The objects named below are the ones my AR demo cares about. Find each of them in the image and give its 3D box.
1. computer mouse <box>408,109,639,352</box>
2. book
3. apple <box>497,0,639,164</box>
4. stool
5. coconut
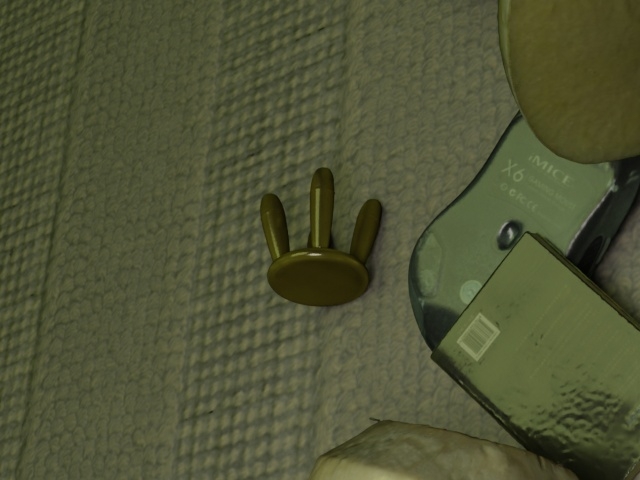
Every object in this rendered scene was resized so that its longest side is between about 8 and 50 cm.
[{"bbox_3d":[0.229,-0.037,1.904,0.167,0.090,0.379,40,100,29],"label":"computer mouse"},{"bbox_3d":[0.226,0.121,1.809,0.228,0.024,0.160,44,102,26],"label":"book"},{"bbox_3d":[0.323,-0.253,1.681,0.311,0.360,0.320,13,47,25],"label":"apple"},{"bbox_3d":[0.000,0.000,2.126,0.135,0.134,0.110,93,178,-57],"label":"stool"},{"bbox_3d":[0.097,0.319,1.700,0.323,0.323,0.323,-25,51,36],"label":"coconut"}]
